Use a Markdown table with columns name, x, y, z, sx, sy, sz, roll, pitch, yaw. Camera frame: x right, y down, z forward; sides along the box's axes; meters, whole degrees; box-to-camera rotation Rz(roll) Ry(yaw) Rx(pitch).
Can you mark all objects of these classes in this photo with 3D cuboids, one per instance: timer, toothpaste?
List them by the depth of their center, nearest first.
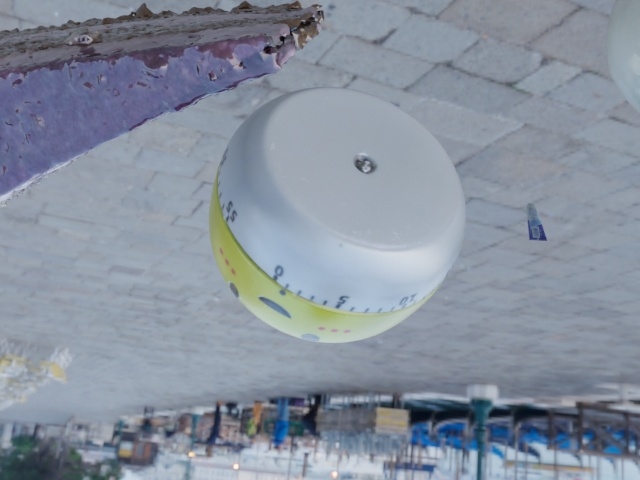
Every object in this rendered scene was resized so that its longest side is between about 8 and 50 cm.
| name | x | y | z | sx | sy | sz | roll | pitch | yaw |
| --- | --- | --- | --- | --- | --- | --- | --- | --- | --- |
| timer | 0.000 | 0.000 | 0.816 | 0.286 | 0.285 | 0.285 | 5 | 163 | 2 |
| toothpaste | 0.299 | -0.024 | 1.051 | 0.024 | 0.083 | 0.015 | 2 | 126 | 4 |

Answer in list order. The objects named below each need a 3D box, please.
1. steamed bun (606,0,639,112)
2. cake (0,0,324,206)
| name | x | y | z | sx | sy | sz | roll | pitch | yaw |
| --- | --- | --- | --- | --- | --- | --- | --- | --- | --- |
| steamed bun | 0.454 | -0.188 | 0.756 | 0.325 | 0.206 | 0.324 | 20 | -175 | -2 |
| cake | -0.139 | -0.082 | 0.450 | 0.296 | 0.116 | 0.112 | -10 | 117 | 17 |
